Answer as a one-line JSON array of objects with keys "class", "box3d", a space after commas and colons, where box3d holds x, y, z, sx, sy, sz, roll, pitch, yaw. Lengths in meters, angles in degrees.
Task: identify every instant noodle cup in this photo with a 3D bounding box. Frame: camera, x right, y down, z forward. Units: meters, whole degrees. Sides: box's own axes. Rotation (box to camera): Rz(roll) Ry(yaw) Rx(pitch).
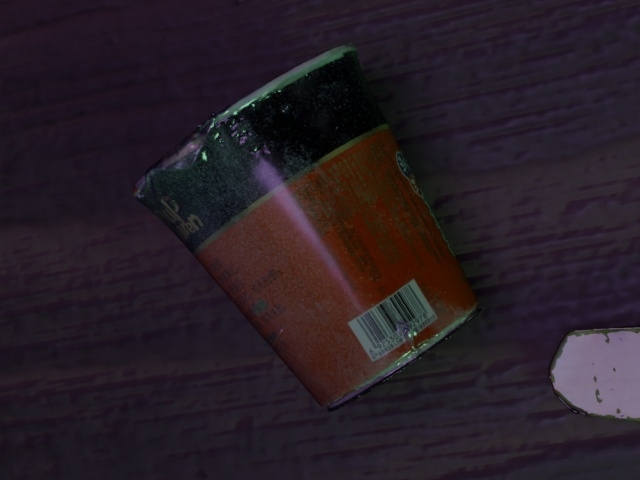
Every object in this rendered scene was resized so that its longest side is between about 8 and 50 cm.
[{"class": "instant noodle cup", "box3d": [0.002, -0.001, 0.658, 0.127, 0.127, 0.135, -35, 87, 16]}]

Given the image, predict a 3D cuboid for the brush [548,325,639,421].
[{"class": "brush", "box3d": [0.265, 0.064, 0.613, 0.337, 0.020, 0.085, 3, 92, 20]}]
